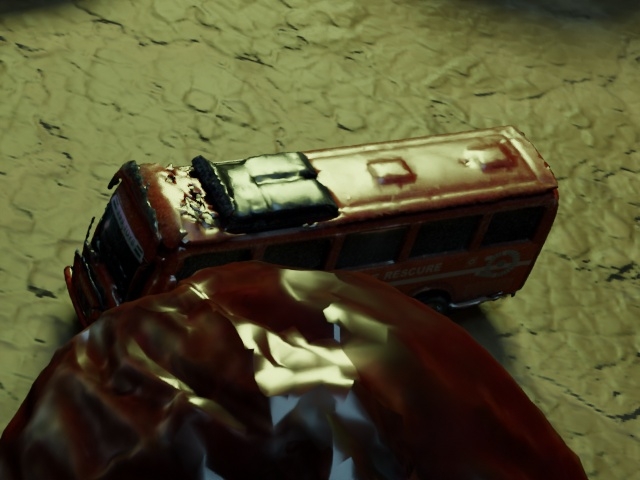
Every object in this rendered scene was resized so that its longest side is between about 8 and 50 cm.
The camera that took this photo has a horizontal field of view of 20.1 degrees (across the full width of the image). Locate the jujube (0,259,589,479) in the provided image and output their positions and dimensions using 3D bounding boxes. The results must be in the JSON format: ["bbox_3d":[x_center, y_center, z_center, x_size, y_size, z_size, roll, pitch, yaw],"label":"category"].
[{"bbox_3d":[0.035,0.165,0.634,0.216,0.216,0.342,-27,66,-41],"label":"jujube"}]

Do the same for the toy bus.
[{"bbox_3d":[0.000,0.000,0.855,0.235,0.096,0.073,-7,47,-30],"label":"toy bus"}]
